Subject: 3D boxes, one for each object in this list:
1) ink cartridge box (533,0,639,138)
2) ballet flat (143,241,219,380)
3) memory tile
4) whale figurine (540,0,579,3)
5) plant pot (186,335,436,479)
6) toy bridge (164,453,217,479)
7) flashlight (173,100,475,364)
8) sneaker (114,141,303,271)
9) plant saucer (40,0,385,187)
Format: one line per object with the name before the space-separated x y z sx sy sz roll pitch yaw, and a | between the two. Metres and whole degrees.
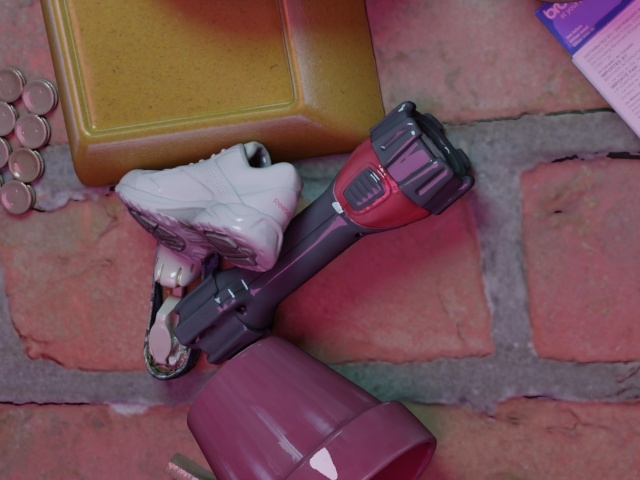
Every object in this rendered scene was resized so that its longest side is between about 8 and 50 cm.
ink cartridge box | 0.352 -0.139 1.172 0.186 0.065 0.311 -42 90 21
ballet flat | -0.142 0.054 1.372 0.070 0.070 0.188 9 105 15
memory tile | -0.332 -0.109 1.422 0.113 0.012 0.148 20 107 12
whale figurine | 0.229 -0.317 1.098 0.272 0.141 0.216 -36 47 24
plant pot | -0.022 0.197 1.311 0.180 0.201 0.201 44 112 21
toy bridge | -0.131 0.247 1.434 0.063 0.026 0.188 29 110 8
flashlight | 0.000 0.000 1.292 0.304 0.103 0.103 -40 119 21
sneaker | -0.097 -0.043 1.291 0.232 0.115 0.090 15 153 44
plant saucer | -0.129 -0.223 1.296 0.333 0.081 0.332 -7 100 19
